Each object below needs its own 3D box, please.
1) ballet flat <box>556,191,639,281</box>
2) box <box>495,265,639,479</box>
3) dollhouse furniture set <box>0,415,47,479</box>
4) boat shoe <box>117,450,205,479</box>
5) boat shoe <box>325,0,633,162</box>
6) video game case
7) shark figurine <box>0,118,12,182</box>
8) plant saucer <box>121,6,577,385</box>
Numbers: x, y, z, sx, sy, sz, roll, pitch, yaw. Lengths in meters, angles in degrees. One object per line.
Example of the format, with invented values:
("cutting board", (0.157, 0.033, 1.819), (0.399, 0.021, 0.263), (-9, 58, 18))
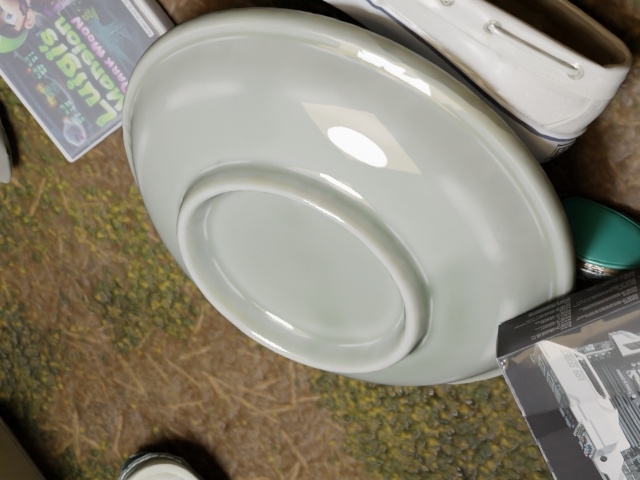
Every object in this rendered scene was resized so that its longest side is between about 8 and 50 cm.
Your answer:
("ballet flat", (0.180, -0.006, 1.497), (0.188, 0.070, 0.070), (24, 125, 17))
("box", (0.319, 0.120, 1.410), (0.307, 0.076, 0.242), (-23, 105, 13))
("dollhouse furniture set", (-0.428, 0.385, 1.869), (0.394, 0.362, 0.256), (-32, 101, 9))
("boat shoe", (-0.096, 0.332, 1.829), (0.319, 0.116, 0.099), (57, 170, -18))
("boat shoe", (0.081, -0.222, 1.374), (0.367, 0.136, 0.156), (42, 128, -2))
("video game case", (-0.219, -0.183, 1.626), (0.173, 0.022, 0.190), (-33, 98, 36))
("shark figurine", (-0.414, -0.147, 1.703), (0.278, 0.116, 0.166), (15, 121, 18))
("plant saucer", (0.000, 0.000, 1.494), (0.400, 0.100, 0.400), (21, 144, 16))
